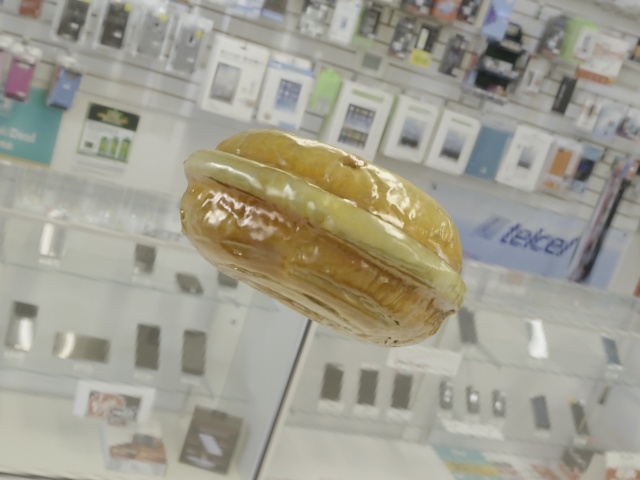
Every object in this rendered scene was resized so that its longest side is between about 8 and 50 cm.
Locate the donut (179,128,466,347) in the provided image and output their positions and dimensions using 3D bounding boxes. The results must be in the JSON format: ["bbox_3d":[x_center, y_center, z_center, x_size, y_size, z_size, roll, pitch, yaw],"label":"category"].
[{"bbox_3d":[0.000,0.000,1.278,0.449,0.198,0.449,27,-8,4],"label":"donut"}]
